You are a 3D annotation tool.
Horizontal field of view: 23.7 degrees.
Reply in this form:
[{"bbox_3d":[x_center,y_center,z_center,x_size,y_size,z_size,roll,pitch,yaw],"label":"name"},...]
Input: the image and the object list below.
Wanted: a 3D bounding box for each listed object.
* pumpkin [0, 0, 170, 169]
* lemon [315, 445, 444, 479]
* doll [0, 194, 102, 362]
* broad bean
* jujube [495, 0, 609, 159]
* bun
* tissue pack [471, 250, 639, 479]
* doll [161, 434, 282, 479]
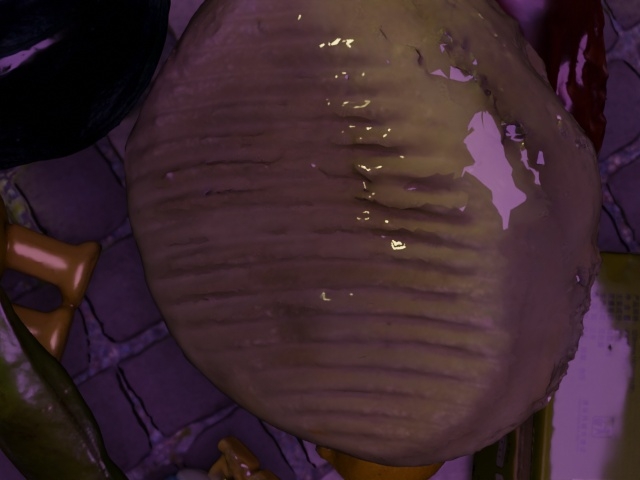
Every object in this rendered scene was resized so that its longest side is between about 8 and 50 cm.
[{"bbox_3d":[-0.243,-0.221,0.992,0.266,0.363,0.363,-11,93,3],"label":"pumpkin"},{"bbox_3d":[0.051,0.156,1.199,0.110,0.082,0.082,-7,92,-18],"label":"lemon"},{"bbox_3d":[-0.346,-0.003,1.086,0.363,0.145,0.199,19,73,-8],"label":"doll"},{"bbox_3d":[-0.179,0.153,1.065,0.061,0.077,0.339,-41,110,-36],"label":"broad bean"},{"bbox_3d":[0.148,-0.148,1.178,0.155,0.155,0.230,-9,98,-11],"label":"jujube"},{"bbox_3d":[0.033,-0.025,1.052,0.326,0.234,0.362,-30,86,23],"label":"bun"},{"bbox_3d":[0.235,0.145,1.191,0.200,0.167,0.275,4,89,-13],"label":"tissue pack"},{"bbox_3d":[-0.123,0.261,1.158,0.241,0.099,0.135,-46,107,-9],"label":"doll"}]
